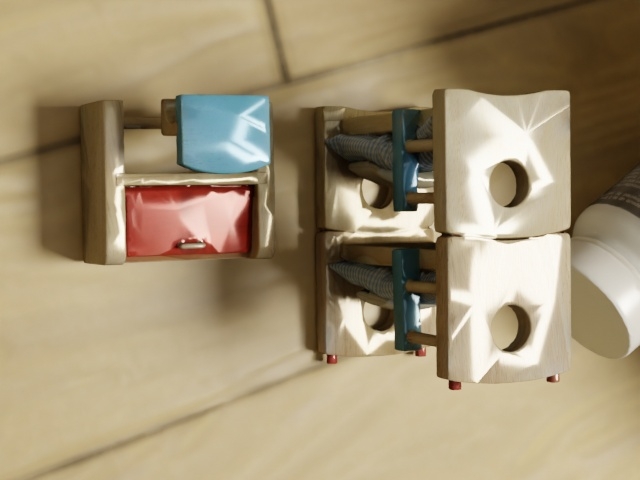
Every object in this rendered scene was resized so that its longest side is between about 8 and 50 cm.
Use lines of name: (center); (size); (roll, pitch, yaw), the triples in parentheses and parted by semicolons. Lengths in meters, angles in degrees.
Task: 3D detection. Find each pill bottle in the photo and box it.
pill bottle: (0.185, -0.003, 0.739); (0.137, 0.078, 0.078); (-38, 106, -20)

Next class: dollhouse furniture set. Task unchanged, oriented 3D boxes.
dollhouse furniture set: (0.000, 0.000, 0.624); (0.183, 0.129, 0.129); (-2, 92, -26)
